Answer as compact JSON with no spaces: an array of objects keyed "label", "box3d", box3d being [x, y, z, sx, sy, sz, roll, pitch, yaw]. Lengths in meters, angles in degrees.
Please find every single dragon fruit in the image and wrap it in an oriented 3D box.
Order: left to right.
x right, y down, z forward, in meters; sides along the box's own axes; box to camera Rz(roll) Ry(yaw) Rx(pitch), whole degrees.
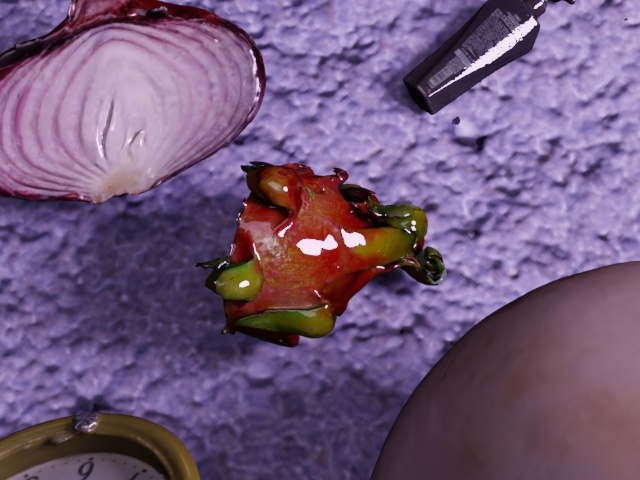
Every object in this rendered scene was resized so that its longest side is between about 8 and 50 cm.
[{"label":"dragon fruit","box3d":[0.000,0.000,0.923,0.175,0.138,0.142,-2,48,-11]}]

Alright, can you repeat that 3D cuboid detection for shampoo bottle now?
[{"label":"shampoo bottle","box3d":[0.121,-0.143,1.021,0.137,0.027,0.048,-39,87,-10]}]

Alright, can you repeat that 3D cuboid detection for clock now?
[{"label":"clock","box3d":[-0.171,0.204,0.862,0.237,0.057,0.237,-16,35,12]}]

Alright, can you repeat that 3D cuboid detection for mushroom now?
[{"label":"mushroom","box3d":[0.202,0.192,0.793,0.362,0.295,0.362,1,92,33]}]

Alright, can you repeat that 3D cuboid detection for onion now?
[{"label":"onion","box3d":[-0.140,-0.104,0.978,0.206,0.098,0.151,-10,94,-3]}]
